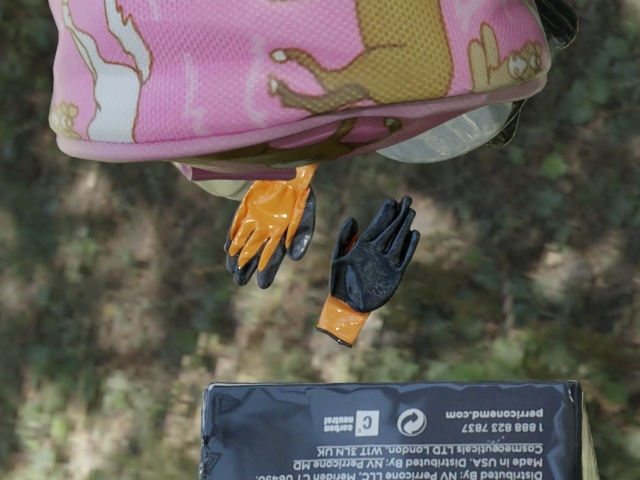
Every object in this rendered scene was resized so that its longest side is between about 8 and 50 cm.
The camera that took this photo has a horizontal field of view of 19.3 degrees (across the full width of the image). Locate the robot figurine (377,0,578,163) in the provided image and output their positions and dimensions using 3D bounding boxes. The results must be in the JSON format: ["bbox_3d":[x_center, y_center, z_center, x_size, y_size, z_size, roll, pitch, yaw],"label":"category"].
[{"bbox_3d":[0.054,-0.163,1.334,0.209,0.278,0.173,-34,55,15],"label":"robot figurine"}]

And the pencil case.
[{"bbox_3d":[-0.032,-0.206,0.555,0.160,0.167,0.386,-8,95,12],"label":"pencil case"}]

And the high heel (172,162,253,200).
[{"bbox_3d":[-0.035,-0.122,1.077,0.186,0.093,0.261,-47,28,-7],"label":"high heel"}]

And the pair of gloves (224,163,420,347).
[{"bbox_3d":[0.000,0.000,0.851,0.083,0.010,0.074,30,96,12],"label":"pair of gloves"}]

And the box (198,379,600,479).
[{"bbox_3d":[0.054,0.273,0.923,0.179,0.343,0.312,-1,65,12],"label":"box"}]
